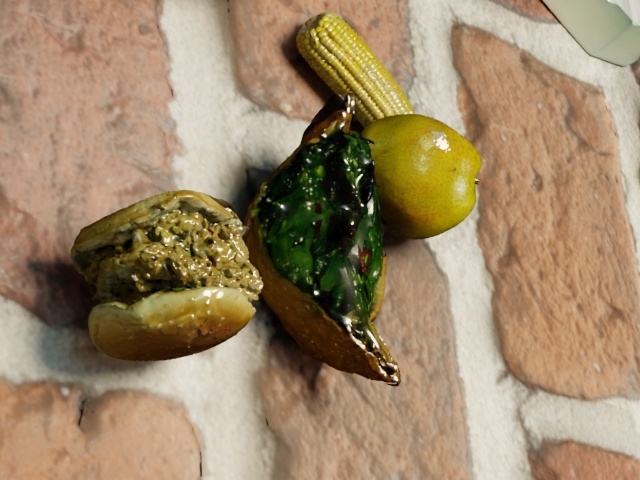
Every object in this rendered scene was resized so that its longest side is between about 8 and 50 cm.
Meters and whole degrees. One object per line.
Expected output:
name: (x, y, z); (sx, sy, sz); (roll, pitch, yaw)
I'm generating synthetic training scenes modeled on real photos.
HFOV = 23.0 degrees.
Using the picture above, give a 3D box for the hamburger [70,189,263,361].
hamburger: (-0.129, 0.044, 1.366); (0.185, 0.159, 0.131); (26, 42, -65)

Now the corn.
corn: (0.041, -0.172, 1.691); (0.063, 0.085, 0.165); (-45, 107, -14)

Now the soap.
soap: (0.360, -0.390, 2.084); (0.173, 0.095, 0.289); (12, 60, -39)

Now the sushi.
sushi: (0.000, 0.000, 1.506); (0.149, 0.140, 0.287); (21, 54, -42)

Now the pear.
pear: (0.095, -0.058, 1.632); (0.141, 0.141, 0.104); (33, 64, -25)
